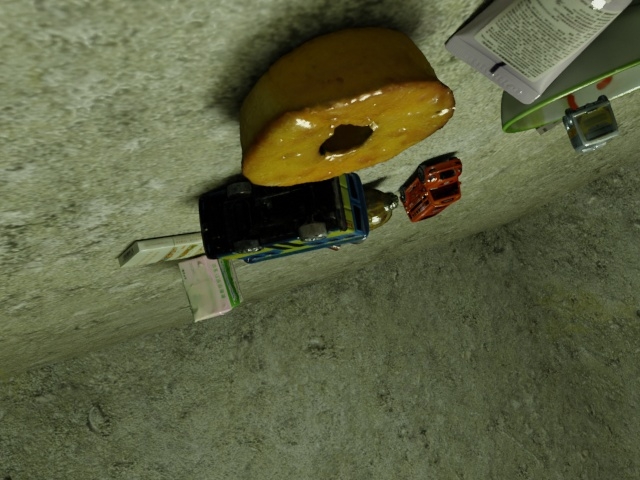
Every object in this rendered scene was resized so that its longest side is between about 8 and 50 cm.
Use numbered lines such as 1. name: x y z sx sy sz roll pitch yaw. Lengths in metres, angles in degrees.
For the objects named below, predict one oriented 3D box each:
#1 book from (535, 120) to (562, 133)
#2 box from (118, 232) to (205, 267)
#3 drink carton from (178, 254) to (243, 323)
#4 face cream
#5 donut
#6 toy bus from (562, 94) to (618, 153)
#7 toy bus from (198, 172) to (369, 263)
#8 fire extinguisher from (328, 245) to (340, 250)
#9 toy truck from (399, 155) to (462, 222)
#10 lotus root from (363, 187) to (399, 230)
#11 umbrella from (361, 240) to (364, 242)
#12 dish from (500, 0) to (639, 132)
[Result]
1. book: 0.595 -0.312 1.256 0.181 0.014 0.127 -33 168 25
2. box: -0.348 0.019 1.252 0.220 0.032 0.122 -9 165 -43
3. drink carton: -0.294 0.123 1.448 0.108 0.161 0.271 -17 179 -2
4. face cream: 0.287 -0.279 0.645 0.154 0.096 0.274 28 153 -11
5. donut: 0.024 -0.174 0.717 0.302 0.110 0.303 -17 171 -3
6. toy bus: 0.446 -0.189 0.877 0.064 0.075 0.190 -21 176 22
7. toy bus: -0.070 -0.047 1.013 0.287 0.138 0.175 -12 172 21
8. fire extinguisher: 0.000 0.000 1.694 0.132 0.039 0.056 17 155 -19
9. toy truck: 0.304 -0.133 1.439 0.107 0.114 0.253 -16 171 -11
10. lotus root: 0.117 -0.078 1.390 0.209 0.120 0.120 -25 169 39
11. umbrella: 0.102 -0.026 1.773 0.073 0.067 0.337 -11 173 13
12. dish: 0.431 -0.291 0.840 0.324 0.124 0.324 -19 177 -1
